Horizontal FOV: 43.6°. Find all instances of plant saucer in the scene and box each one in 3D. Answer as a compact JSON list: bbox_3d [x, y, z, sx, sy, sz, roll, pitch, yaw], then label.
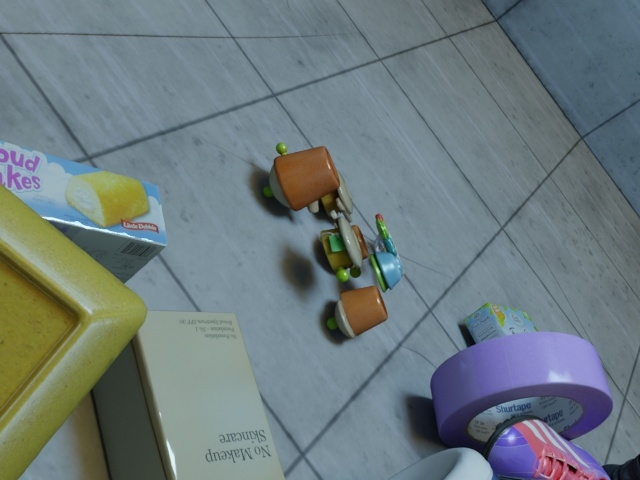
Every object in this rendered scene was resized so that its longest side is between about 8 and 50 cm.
[{"bbox_3d":[-0.357,0.082,0.658,0.333,0.081,0.332,43,69,-16],"label":"plant saucer"}]

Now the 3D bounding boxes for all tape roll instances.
[{"bbox_3d":[0.319,0.252,1.285,0.275,0.275,0.090,25,45,-35],"label":"tape roll"}]

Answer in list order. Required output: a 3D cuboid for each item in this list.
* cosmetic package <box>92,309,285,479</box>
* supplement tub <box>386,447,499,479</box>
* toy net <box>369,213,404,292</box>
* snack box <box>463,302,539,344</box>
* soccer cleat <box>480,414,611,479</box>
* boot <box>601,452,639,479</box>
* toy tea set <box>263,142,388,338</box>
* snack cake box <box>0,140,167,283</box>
[{"bbox_3d":[-0.142,0.240,0.893,0.160,0.113,0.309,6,55,-48],"label":"cosmetic package"},{"bbox_3d":[0.183,0.450,0.985,0.324,0.235,0.235,57,34,5],"label":"supplement tub"},{"bbox_3d":[0.107,0.014,1.385,0.232,0.045,0.122,-52,119,-83],"label":"toy net"},{"bbox_3d":[0.385,0.228,1.535,0.175,0.070,0.207,14,41,-51],"label":"snack box"},{"bbox_3d":[0.363,0.354,1.232,0.318,0.108,0.116,31,4,-43],"label":"soccer cleat"},{"bbox_3d":[0.612,0.459,1.499,0.338,0.223,0.118,8,54,-47],"label":"boot"},{"bbox_3d":[0.000,0.000,1.305,0.200,0.124,0.335,57,15,-56],"label":"toy tea set"},{"bbox_3d":[-0.321,-0.016,0.867,0.264,0.152,0.089,15,49,-43],"label":"snack cake box"}]
